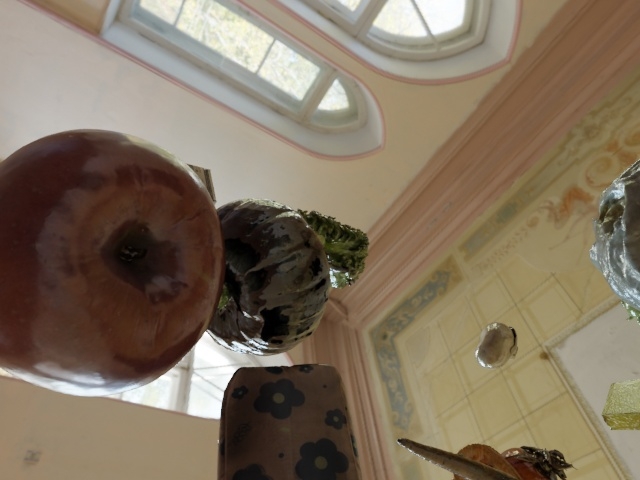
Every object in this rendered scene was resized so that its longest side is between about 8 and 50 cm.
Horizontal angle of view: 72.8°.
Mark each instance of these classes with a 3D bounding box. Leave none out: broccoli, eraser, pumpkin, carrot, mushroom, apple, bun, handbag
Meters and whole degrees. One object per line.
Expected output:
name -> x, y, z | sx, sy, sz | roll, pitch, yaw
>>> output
broccoli -> 0.006, -0.005, 1.109 | 0.273, 0.243, 0.180 | 76, 31, -57
eraser -> 0.682, 0.357, 0.944 | 0.122, 0.045, 0.097 | -30, 178, -43
pumpkin -> -0.134, 0.075, 0.770 | 0.296, 0.296, 0.295 | -44, -148, 38
carrot -> 0.244, 0.394, 0.754 | 0.049, 0.255, 0.049 | -62, -173, 13
mushroom -> 0.550, 0.332, 1.346 | 0.154, 0.123, 0.154 | 25, 90, -88
carrot -> 0.617, 0.754, 1.343 | 0.331, 0.214, 0.193 | -44, 164, 8
apple -> -0.260, 0.022, 0.508 | 0.235, 0.306, 0.305 | -13, -126, 38
bun -> 0.670, -0.028, 0.849 | 0.362, 0.212, 0.361 | 13, 90, -73
handbag -> -0.049, 0.322, 0.599 | 0.251, 0.190, 0.193 | -102, -166, -52

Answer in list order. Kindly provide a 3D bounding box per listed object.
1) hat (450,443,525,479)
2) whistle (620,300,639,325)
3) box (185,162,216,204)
hat -> 0.318, 0.606, 0.935 | 0.233, 0.245, 0.233 | -56, -146, 29
whistle -> 0.844, 0.119, 1.066 | 0.227, 0.085, 0.105 | -55, -165, 25
box -> -0.392, -0.159, 1.112 | 0.033, 0.247, 0.129 | -49, -133, 35
